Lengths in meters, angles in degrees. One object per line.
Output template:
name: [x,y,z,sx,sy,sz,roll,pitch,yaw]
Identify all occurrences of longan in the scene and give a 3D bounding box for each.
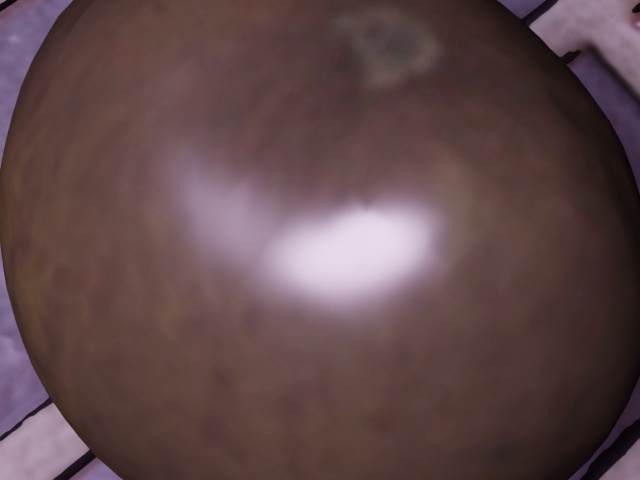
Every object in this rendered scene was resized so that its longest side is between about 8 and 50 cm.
longan: [0.000,0.000,0.499,0.248,0.248,0.248,5,69,-13]
